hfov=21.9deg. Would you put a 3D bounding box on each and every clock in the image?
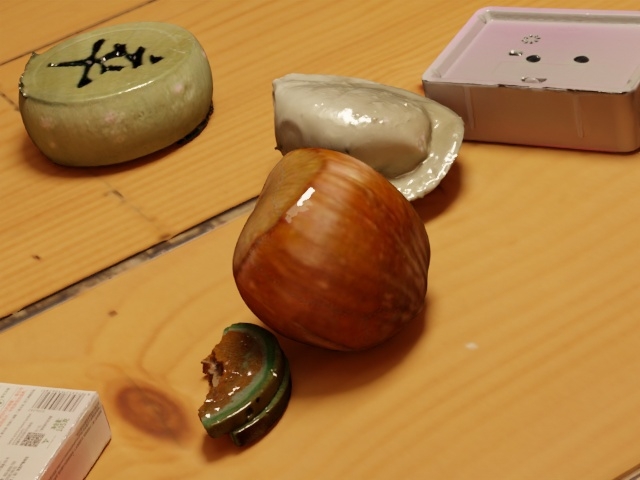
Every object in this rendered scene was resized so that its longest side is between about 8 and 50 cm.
[{"bbox_3d":[0.207,-0.145,1.463,0.197,0.063,0.150,6,37,29],"label":"clock"}]

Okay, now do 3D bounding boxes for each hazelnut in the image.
[{"bbox_3d":[0.012,0.008,1.230,0.150,0.150,0.150,-10,32,6],"label":"hazelnut"}]

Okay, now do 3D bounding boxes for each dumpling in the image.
[{"bbox_3d":[0.039,-0.091,1.414,0.150,0.092,0.176,-15,20,-27],"label":"dumpling"}]

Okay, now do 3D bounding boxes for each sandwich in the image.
[{"bbox_3d":[-0.056,0.099,1.212,0.067,0.029,0.135,-11,32,2],"label":"sandwich"}]

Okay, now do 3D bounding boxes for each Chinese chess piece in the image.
[{"bbox_3d":[-0.197,-0.145,1.596,0.188,0.083,0.188,-11,30,6],"label":"Chinese chess piece"}]

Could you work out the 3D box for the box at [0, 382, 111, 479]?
[{"bbox_3d":[-0.214,0.157,1.167,0.089,0.043,0.125,3,36,24],"label":"box"}]
